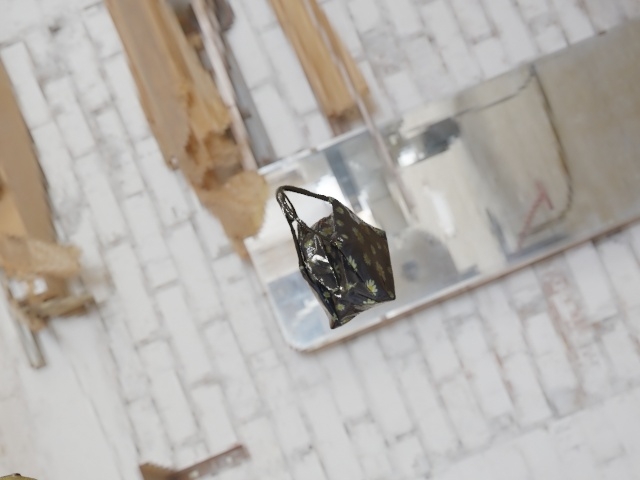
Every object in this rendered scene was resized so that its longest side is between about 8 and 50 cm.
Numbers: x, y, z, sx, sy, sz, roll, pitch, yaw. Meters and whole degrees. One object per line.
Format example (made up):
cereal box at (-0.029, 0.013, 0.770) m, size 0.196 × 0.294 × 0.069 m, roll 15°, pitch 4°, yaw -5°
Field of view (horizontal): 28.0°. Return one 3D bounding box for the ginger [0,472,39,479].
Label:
ginger at (-0.432, 0.375, 1.692) m, size 0.115 × 0.193 × 0.122 m, roll 68°, pitch 160°, yaw -5°

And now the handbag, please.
handbag at (0.000, 0.000, 1.199) m, size 0.139 × 0.072 × 0.115 m, roll 45°, pitch -156°, yaw -29°
